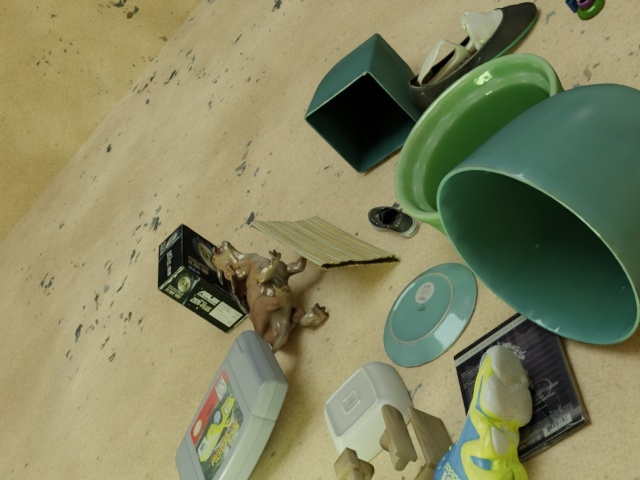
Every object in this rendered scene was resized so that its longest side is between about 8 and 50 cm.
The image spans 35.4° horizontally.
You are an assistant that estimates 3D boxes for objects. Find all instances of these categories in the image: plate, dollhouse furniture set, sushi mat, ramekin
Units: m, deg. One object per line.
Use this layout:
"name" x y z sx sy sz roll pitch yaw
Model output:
"plate" 0.162 0.109 1.560 0.188 0.024 0.188 -36 33 28
"dollhouse furniture set" 0.081 0.311 1.359 0.151 0.144 0.123 -58 21 19
"sushi mat" 0.000 0.000 1.807 0.316 0.151 0.019 28 121 60
"ramekin" 0.273 -0.121 1.529 0.303 0.148 0.303 -36 33 27

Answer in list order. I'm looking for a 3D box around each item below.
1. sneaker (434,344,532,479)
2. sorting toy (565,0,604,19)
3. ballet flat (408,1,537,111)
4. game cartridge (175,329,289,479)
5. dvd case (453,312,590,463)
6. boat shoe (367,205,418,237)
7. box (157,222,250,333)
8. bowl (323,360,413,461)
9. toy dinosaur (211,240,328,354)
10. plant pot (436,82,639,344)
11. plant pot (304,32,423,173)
"sneaker" 0.193 0.248 1.259 0.126 0.091 0.240 -28 39 39
"sorting toy" 0.448 -0.423 1.723 0.061 0.042 0.102 -31 35 33
"ballet flat" 0.272 -0.350 1.838 0.280 0.096 0.095 -45 29 12
"game cartridge" -0.153 0.317 1.677 0.294 0.060 0.196 -62 31 14
"dvd case" 0.260 0.195 1.333 0.164 0.018 0.221 -39 33 25
"boat shoe" 0.121 -0.041 1.767 0.049 0.040 0.142 -56 29 -7
"box" -0.230 0.076 1.995 0.077 0.180 0.147 -42 30 20
"bowl" 0.062 0.255 1.514 0.142 0.053 0.142 -47 29 13
"toy dinosaur" -0.097 0.114 1.839 0.200 0.127 0.296 -43 44 35
"plant pot" 0.331 -0.055 1.254 0.235 0.293 0.293 -46 26 -21
"plant pot" 0.095 -0.290 1.964 0.165 0.165 0.234 -33 28 30
